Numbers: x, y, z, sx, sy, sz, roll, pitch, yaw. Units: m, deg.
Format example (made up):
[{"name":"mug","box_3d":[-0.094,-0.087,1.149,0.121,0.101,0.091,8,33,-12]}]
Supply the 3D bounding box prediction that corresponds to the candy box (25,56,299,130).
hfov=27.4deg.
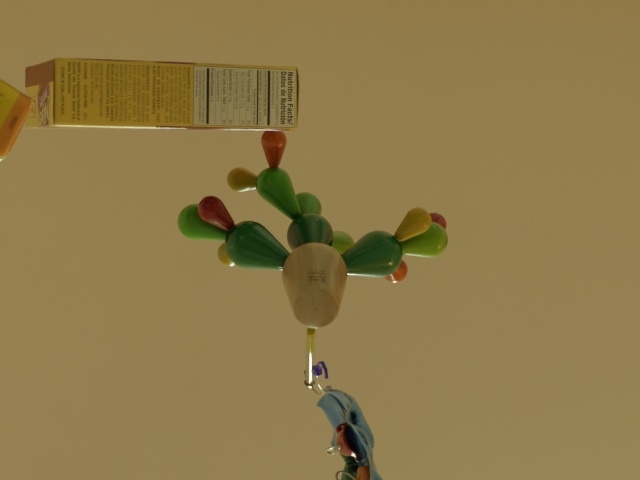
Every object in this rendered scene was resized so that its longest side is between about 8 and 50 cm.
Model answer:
[{"name":"candy box","box_3d":[-0.122,-0.109,1.000,0.186,0.109,0.053,0,-86,-24]}]

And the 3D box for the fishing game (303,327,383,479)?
[{"name":"fishing game","box_3d":[0.031,0.199,0.985,0.041,0.189,0.264,-20,-108,-9]}]

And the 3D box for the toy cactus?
[{"name":"toy cactus","box_3d":[0.000,0.000,1.024,0.219,0.112,0.180,14,-153,-10]}]

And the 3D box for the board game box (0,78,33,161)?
[{"name":"board game box","box_3d":[-0.243,-0.095,0.488,0.259,0.124,0.039,30,-114,-23]}]
